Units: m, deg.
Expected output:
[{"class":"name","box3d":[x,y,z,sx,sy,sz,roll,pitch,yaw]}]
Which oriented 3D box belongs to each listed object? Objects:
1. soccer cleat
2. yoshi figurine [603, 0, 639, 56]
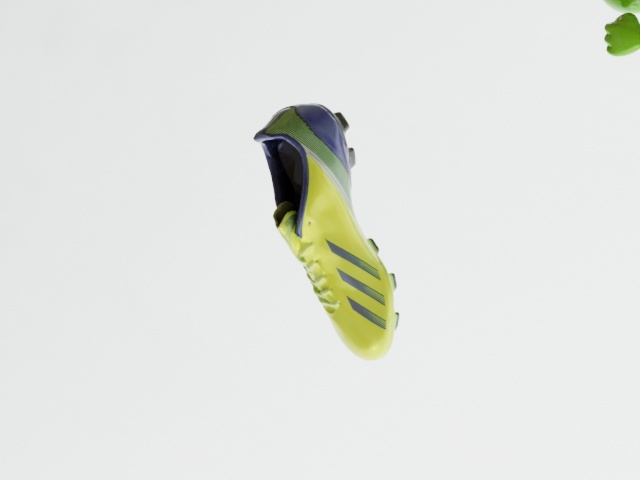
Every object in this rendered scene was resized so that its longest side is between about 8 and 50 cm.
[{"class":"soccer cleat","box3d":[-0.001,0.000,1.509,0.093,0.289,0.121,-5,-164,45]},{"class":"yoshi figurine","box3d":[0.496,-0.296,1.953,0.203,0.362,0.203,-30,177,27]}]
